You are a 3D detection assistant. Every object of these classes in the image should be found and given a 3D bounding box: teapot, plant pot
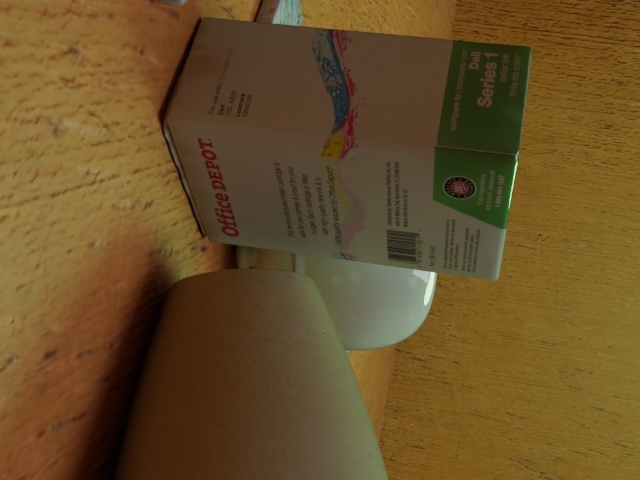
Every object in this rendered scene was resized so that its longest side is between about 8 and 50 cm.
[{"bbox_3d":[0.000,0.000,1.057,0.252,0.187,0.256,117,-35,-57],"label":"teapot"},{"bbox_3d":[-0.061,0.170,0.813,0.256,0.257,0.273,62,23,-73],"label":"plant pot"}]

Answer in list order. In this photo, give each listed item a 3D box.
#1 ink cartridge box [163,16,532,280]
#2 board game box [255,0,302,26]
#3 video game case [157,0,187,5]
[{"bbox_3d":[0.029,-0.075,0.851,0.201,0.278,0.117,81,19,-60],"label":"ink cartridge box"},{"bbox_3d":[-0.042,-0.225,1.017,0.090,0.020,0.090,80,22,-61],"label":"board game box"},{"bbox_3d":[-0.080,-0.317,0.731,0.206,0.026,0.226,-64,160,-54],"label":"video game case"}]
